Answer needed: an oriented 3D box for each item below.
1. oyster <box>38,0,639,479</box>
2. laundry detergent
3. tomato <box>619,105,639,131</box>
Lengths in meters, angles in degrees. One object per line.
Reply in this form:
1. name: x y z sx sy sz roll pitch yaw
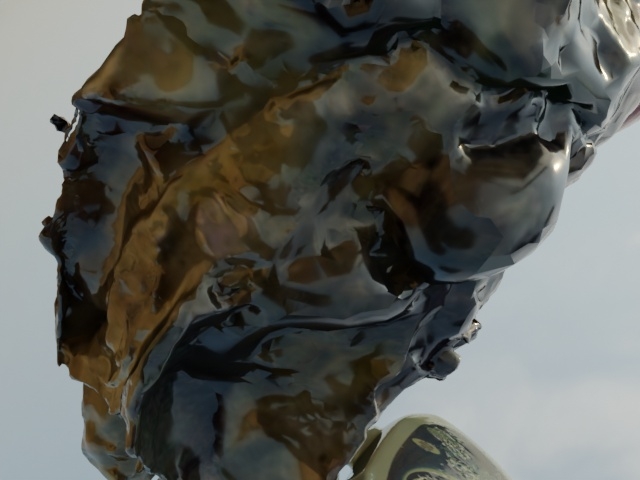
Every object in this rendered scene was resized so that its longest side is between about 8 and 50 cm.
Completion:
1. oyster: -0.008 0.007 0.498 0.361 0.221 0.096 -52 -137 31
2. laundry detergent: 0.046 0.238 1.166 0.280 0.215 0.105 -3 133 -48
3. tomato: 0.119 -0.133 0.727 0.195 0.195 0.136 -33 -139 16
